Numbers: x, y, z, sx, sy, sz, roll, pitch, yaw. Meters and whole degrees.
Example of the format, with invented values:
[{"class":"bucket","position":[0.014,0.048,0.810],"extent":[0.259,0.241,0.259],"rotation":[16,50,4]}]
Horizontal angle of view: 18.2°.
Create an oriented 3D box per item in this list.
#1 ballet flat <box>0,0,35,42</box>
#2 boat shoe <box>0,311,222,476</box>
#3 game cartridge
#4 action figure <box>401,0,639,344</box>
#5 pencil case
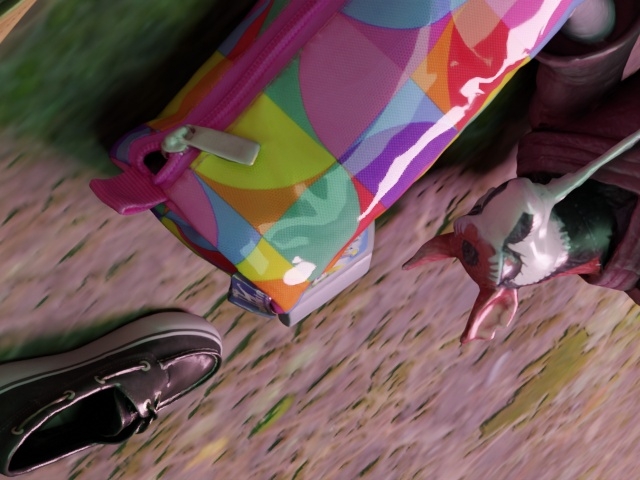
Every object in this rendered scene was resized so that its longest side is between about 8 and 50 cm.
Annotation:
[{"class":"ballet flat","position":[-0.130,-0.080,0.621],"extent":[0.232,0.080,0.073],"rotation":[-47,178,6]},{"class":"boat shoe","position":[-0.093,0.069,0.854],"extent":[0.142,0.040,0.049],"rotation":[-15,138,-42]},{"class":"game cartridge","position":[0.000,0.000,0.915],"extent":[0.056,0.017,0.083],"rotation":[-39,149,-21]},{"class":"action figure","position":[0.203,-0.074,0.966],"extent":[0.370,0.248,0.276],"rotation":[-27,-171,3]},{"class":"pencil case","position":[0.023,-0.077,0.774],"extent":[0.236,0.104,0.104],"rotation":[-47,150,-2]}]
